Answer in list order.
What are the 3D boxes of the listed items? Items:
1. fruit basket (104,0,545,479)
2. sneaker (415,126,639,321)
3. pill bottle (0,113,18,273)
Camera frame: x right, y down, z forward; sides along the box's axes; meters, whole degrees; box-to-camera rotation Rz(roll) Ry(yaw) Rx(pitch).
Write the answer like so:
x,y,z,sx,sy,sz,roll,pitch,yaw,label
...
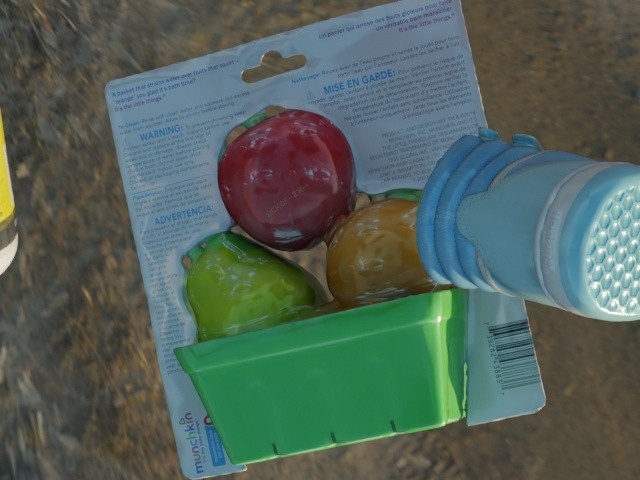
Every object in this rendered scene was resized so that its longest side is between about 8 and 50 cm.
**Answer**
x,y,z,sx,sy,sz,roll,pitch,yaw,label
0.000,0.000,1.452,0.327,0.165,0.353,-14,79,18,fruit basket
0.196,-0.013,1.218,0.319,0.208,0.127,9,93,-47,sneaker
-0.153,-0.072,0.523,0.103,0.103,0.184,-9,104,-11,pill bottle
